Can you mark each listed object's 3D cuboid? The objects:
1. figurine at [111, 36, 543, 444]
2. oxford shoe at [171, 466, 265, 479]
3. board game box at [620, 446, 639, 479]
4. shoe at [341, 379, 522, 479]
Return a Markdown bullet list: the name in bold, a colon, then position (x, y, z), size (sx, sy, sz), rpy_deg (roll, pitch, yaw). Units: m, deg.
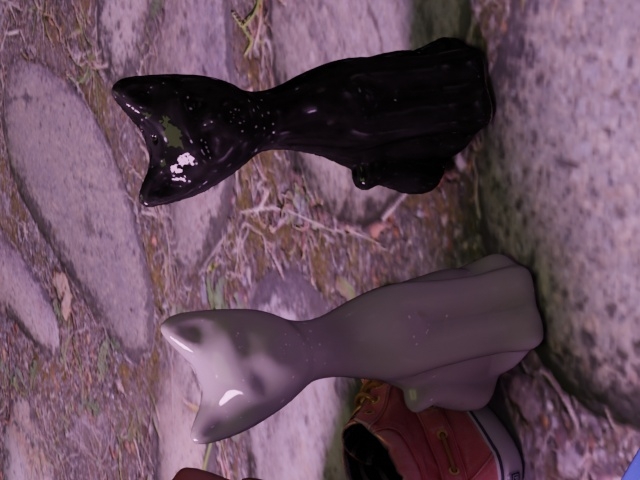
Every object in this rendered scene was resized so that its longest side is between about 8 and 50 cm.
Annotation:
- **figurine**: position (0.000, 0.000, 0.892), size (0.092, 0.209, 0.215), rpy_deg (-28, 72, 61)
- **oxford shoe**: position (-0.006, 0.221, 0.964), size (0.397, 0.147, 0.140), rpy_deg (57, -136, -79)
- **board game box**: position (0.220, 0.231, 0.593), size (0.233, 0.078, 0.347), rpy_deg (101, 146, -57)
- **shoe**: position (0.042, 0.098, 0.972), size (0.178, 0.081, 0.063), rpy_deg (52, 139, 44)
